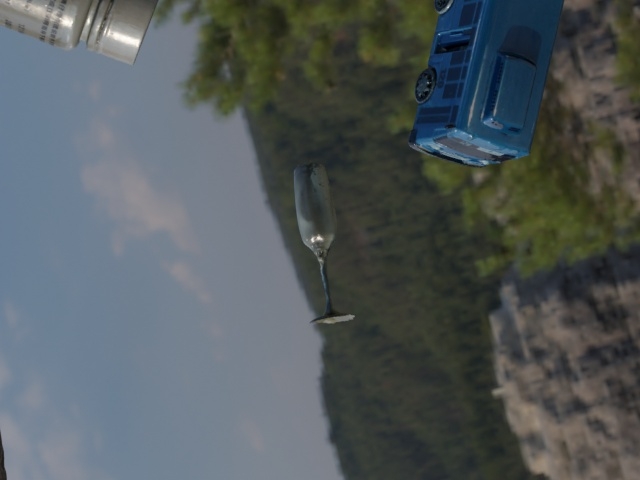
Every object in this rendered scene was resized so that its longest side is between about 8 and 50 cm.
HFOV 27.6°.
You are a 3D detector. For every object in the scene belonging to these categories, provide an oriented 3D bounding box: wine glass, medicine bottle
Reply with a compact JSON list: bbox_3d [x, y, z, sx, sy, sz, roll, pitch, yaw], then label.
[{"bbox_3d":[0.000,0.000,2.025,0.074,0.074,0.262,68,-167,-74],"label":"wine glass"},{"bbox_3d":[-0.174,-0.170,0.865,0.080,0.130,0.080,-160,90,-80],"label":"medicine bottle"}]

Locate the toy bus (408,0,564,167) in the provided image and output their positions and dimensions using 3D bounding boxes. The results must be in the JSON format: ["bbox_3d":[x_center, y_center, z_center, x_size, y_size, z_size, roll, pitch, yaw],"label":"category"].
[{"bbox_3d":[0.151,-0.162,1.170,0.106,0.090,0.184,7,83,63],"label":"toy bus"}]

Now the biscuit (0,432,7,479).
[{"bbox_3d":[-0.363,0.087,1.227,0.314,0.063,0.367,163,95,-81],"label":"biscuit"}]
